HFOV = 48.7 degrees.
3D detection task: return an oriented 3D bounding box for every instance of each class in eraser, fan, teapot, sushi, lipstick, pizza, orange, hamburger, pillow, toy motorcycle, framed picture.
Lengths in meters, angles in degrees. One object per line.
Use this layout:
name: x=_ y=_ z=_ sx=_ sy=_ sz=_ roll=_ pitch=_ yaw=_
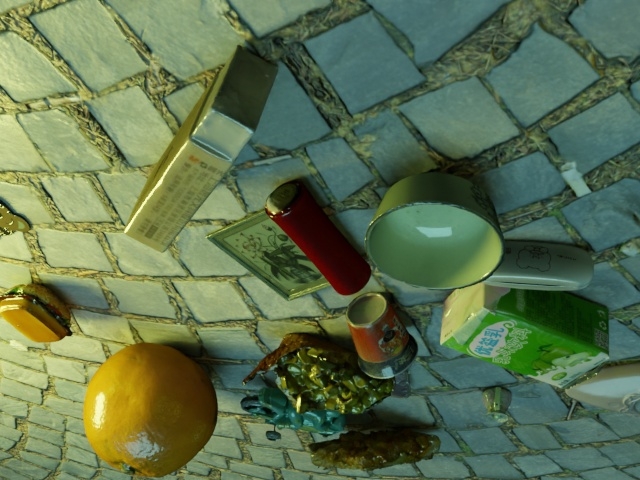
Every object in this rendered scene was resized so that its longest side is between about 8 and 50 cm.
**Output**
eraser: x=-0.182 y=-0.121 z=1.035 sx=0.078 sy=0.144 sz=0.343 roll=28 pitch=139 yaw=-18
fan: x=-0.671 y=-0.073 z=1.342 sx=0.152 sy=0.008 sz=0.227 roll=-11 pitch=138 yaw=29
teapot: x=0.388 y=0.359 z=1.555 sx=0.064 sy=0.064 sz=0.083 roll=2 pitch=142 yaw=12
sushi: x=0.006 y=0.284 z=1.476 sx=0.296 sy=0.179 sz=0.167 roll=26 pitch=109 yaw=-5
lipstick: x=0.000 y=0.000 z=1.191 sx=0.080 sy=0.080 sz=0.241 roll=-14 pitch=135 yaw=30
pizza: x=0.127 y=0.512 z=1.740 sx=0.335 sy=0.086 sz=0.226 roll=-5 pitch=171 yaw=10
orange: x=-0.389 y=0.389 z=1.626 sx=0.312 sy=0.312 sz=0.312 roll=8 pitch=143 yaw=6
hamburger: x=-0.627 y=0.154 z=1.556 sx=0.137 sy=0.087 sz=0.166 roll=-5 pitch=138 yaw=23
pillow: x=0.089 y=0.309 z=1.596 sx=0.232 sy=0.038 sz=0.131 roll=3 pitch=137 yaw=15
eraser: x=0.622 y=0.312 z=1.430 sx=0.243 sy=0.059 sz=0.204 roll=0 pitch=141 yaw=9
toy motorcycle: x=-0.044 y=0.423 z=1.718 sx=0.296 sy=0.109 sz=0.198 roll=21 pitch=147 yaw=-27
framed picture: x=-0.076 y=0.031 z=1.306 sx=0.173 sy=0.010 sz=0.231 roll=-23 pitch=131 yaw=37

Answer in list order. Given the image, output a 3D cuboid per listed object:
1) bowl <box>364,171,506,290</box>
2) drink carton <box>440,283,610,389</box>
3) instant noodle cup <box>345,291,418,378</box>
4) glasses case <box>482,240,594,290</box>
bowl: x=0.177 y=-0.027 z=1.079 sx=0.211 sy=0.112 sz=0.211 roll=8 pitch=143 yaw=6
drink carton: x=0.369 y=0.156 z=1.264 sx=0.271 sy=0.108 sz=0.161 roll=20 pitch=142 yaw=-10
instant noodle cup: x=0.111 y=0.176 z=1.363 sx=0.127 sy=0.127 sz=0.136 roll=-8 pitch=129 yaw=24
glasses case: x=0.342 y=0.041 z=1.151 sx=0.193 sy=0.074 sz=0.049 roll=3 pitch=145 yaw=13
